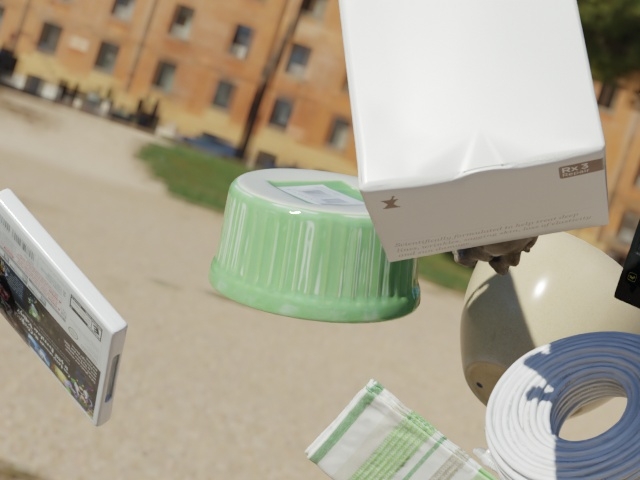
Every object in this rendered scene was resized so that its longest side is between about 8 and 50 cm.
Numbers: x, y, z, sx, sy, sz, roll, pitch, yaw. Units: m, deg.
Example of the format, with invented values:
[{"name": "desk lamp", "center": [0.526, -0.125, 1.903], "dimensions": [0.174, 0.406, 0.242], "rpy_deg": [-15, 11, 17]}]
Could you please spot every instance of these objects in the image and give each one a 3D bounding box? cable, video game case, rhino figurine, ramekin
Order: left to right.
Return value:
[{"name": "video game case", "center": [-0.257, 0.067, 1.679], "dimensions": [0.022, 0.173, 0.190], "rpy_deg": [-31, 66, -31]}, {"name": "ramekin", "center": [0.000, 0.000, 2.441], "dimensions": [0.303, 0.148, 0.303], "rpy_deg": [7, 15, -2]}, {"name": "rhino figurine", "center": [0.145, -0.078, 1.808], "dimensions": [0.073, 0.243, 0.106], "rpy_deg": [-31, -4, -38]}, {"name": "cable", "center": [0.322, 0.213, 2.050], "dimensions": [0.257, 0.257, 0.089], "rpy_deg": [43, -14, 52]}]

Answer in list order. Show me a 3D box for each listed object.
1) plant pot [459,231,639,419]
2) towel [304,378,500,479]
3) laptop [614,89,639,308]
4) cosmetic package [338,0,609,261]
[{"name": "plant pot", "center": [0.302, 0.145, 2.412], "dimensions": [0.284, 0.191, 0.284], "rpy_deg": [30, -30, 20]}, {"name": "towel", "center": [0.073, 0.196, 1.491], "dimensions": [0.152, 0.113, 0.023], "rpy_deg": [38, 38, -2]}, {"name": "laptop", "center": [0.447, -0.009, 1.964], "dimensions": [0.234, 0.264, 0.136], "rpy_deg": [25, 17, 31]}, {"name": "cosmetic package", "center": [0.129, -0.193, 1.586], "dimensions": [0.217, 0.385, 0.156], "rpy_deg": [-8, -25, 8]}]
